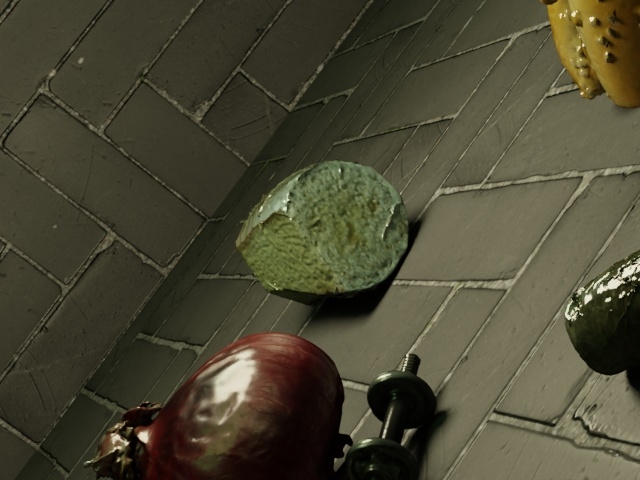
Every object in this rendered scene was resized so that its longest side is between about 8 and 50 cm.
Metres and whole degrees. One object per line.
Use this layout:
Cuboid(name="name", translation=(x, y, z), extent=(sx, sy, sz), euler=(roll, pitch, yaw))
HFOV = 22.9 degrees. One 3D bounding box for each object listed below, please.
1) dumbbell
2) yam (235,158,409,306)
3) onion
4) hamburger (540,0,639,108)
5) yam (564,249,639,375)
Cuboid(name="dumbbell", translation=(0.077, 0.209, 1.712), extent=(0.081, 0.081, 0.254), euler=(-42, 16, 35))
Cuboid(name="yam", translation=(0.002, -0.005, 2.342), extent=(0.201, 0.202, 0.271), euler=(-34, 1, -30))
Cuboid(name="onion", translation=(-0.119, 0.258, 1.776), extent=(0.347, 0.285, 0.347), euler=(-163, 90, -85))
Cuboid(name="hamburger", translation=(0.395, -0.379, 1.800), extent=(0.445, 0.287, 0.268), euler=(-52, 15, 7))
Cuboid(name="yam", translation=(0.288, 0.057, 1.376), extent=(0.183, 0.107, 0.107), euler=(-38, 18, 52))
